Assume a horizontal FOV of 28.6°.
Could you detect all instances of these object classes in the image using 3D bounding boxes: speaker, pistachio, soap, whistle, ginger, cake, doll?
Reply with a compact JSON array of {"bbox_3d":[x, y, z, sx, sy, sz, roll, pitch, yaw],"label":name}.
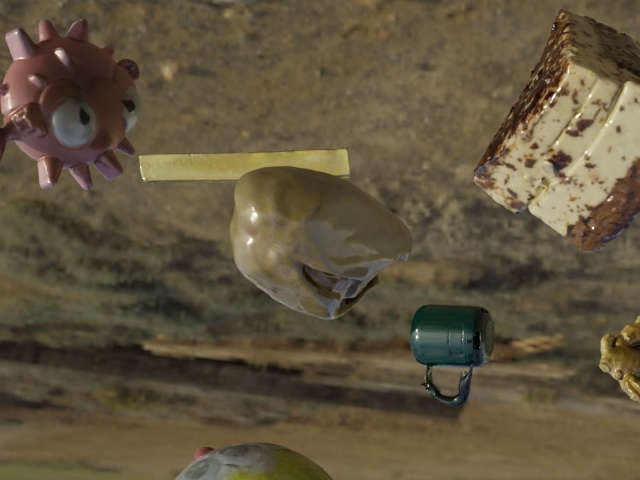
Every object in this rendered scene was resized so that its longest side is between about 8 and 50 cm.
[{"bbox_3d":[0.123,0.107,1.191,0.075,0.094,0.060,0,161,24],"label":"speaker"},{"bbox_3d":[0.000,0.000,1.238,0.137,0.153,0.238,-36,144,25],"label":"pistachio"},{"bbox_3d":[-0.090,-0.089,1.520,0.252,0.037,0.092,-2,179,2],"label":"soap"},{"bbox_3d":[-0.049,0.189,0.757,0.122,0.123,0.223,9,150,-6],"label":"whistle"},{"bbox_3d":[0.451,0.197,1.686,0.176,0.193,0.052,18,143,0],"label":"ginger"},{"bbox_3d":[0.221,-0.121,0.927,0.112,0.246,0.135,34,140,-2],"label":"cake"},{"bbox_3d":[-0.313,-0.163,1.523,0.093,0.211,0.262,-15,-171,44],"label":"doll"}]
